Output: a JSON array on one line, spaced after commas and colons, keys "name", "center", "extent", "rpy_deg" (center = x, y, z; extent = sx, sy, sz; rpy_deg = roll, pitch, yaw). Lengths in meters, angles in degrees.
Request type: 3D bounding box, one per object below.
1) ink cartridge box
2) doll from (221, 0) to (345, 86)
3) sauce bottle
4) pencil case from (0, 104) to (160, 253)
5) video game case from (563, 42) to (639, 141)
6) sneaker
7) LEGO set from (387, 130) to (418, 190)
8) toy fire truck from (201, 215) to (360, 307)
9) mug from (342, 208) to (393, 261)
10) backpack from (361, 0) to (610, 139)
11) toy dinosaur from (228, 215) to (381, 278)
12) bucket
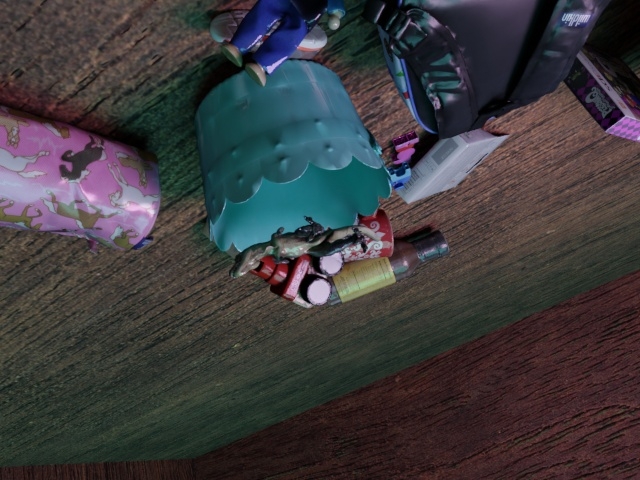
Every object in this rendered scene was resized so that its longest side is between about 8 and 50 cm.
[{"name": "ink cartridge box", "center": [0.279, -0.168, 0.988], "extent": [0.225, 0.056, 0.181], "rpy_deg": [-23, 162, -47]}, {"name": "doll", "center": [-0.036, -0.279, 0.552], "extent": [0.189, 0.129, 0.046], "rpy_deg": [-49, 176, -3]}, {"name": "sauce bottle", "center": [0.166, 0.066, 1.244], "extent": [0.344, 0.111, 0.111], "rpy_deg": [-21, 150, 0]}, {"name": "pencil case", "center": [-0.409, -0.085, 0.608], "extent": [0.386, 0.167, 0.160], "rpy_deg": [13, 169, -44]}, {"name": "video game case", "center": [0.506, -0.256, 0.810], "extent": [0.232, 0.210, 0.042], "rpy_deg": [2, 146, -32]}, {"name": "sneaker", "center": [-0.069, -0.256, 0.624], "extent": [0.158, 0.061, 0.065], "rpy_deg": [-4, 154, -24]}, {"name": "LEGO set", "center": [0.098, -0.114, 0.928], "extent": [0.227, 0.087, 0.093], "rpy_deg": [-21, 150, 4]}, {"name": "toy fire truck", "center": [-0.085, -0.011, 0.924], "extent": [0.246, 0.217, 0.158], "rpy_deg": [27, 173, -25]}, {"name": "mug", "center": [0.066, -0.021, 1.076], "extent": [0.169, 0.150, 0.113], "rpy_deg": [-10, -174, -8]}, {"name": "backpack", "center": [0.189, -0.273, 0.598], "extent": [0.276, 0.213, 0.263], "rpy_deg": [-17, 143, 7]}, {"name": "toy dinosaur", "center": [0.000, 0.000, 0.689], "extent": [0.268, 0.064, 0.118], "rpy_deg": [-9, 176, -25]}, {"name": "bucket", "center": [-0.049, -0.114, 0.700], "extent": [0.281, 0.183, 0.281], "rpy_deg": [-16, 163, -5]}]
